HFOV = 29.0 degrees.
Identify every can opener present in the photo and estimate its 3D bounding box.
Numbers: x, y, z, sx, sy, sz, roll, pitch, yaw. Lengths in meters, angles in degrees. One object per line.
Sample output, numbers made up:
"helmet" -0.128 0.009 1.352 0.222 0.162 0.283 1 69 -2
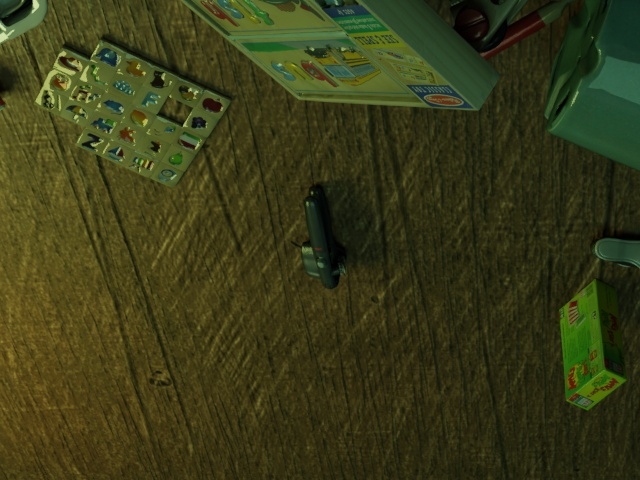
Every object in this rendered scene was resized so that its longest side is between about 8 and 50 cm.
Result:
"can opener" 0.000 0.000 1.858 0.073 0.059 0.186 -1 136 8

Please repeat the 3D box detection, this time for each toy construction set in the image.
"toy construction set" 0.227 -0.349 1.393 0.237 0.257 0.309 -28 149 14

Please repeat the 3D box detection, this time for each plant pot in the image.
"plant pot" 0.460 -0.196 1.443 0.334 0.341 0.341 18 135 -1

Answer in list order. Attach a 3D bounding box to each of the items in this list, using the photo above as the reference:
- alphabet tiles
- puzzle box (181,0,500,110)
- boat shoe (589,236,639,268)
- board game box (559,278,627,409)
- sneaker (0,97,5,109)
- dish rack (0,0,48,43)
"alphabet tiles" -0.273 -0.182 1.739 0.237 0.009 0.198 24 133 -17
"puzzle box" -0.008 -0.253 1.432 0.272 0.052 0.409 37 169 -28
"boat shoe" 0.463 0.020 1.845 0.125 0.038 0.046 7 94 -9
"board game box" 0.414 0.157 1.886 0.043 0.181 0.092 24 133 -18
"sneaker" -0.516 -0.195 1.732 0.158 0.061 0.065 -13 106 17
"dish rack" -0.534 -0.343 1.559 0.332 0.072 0.285 -22 130 25
